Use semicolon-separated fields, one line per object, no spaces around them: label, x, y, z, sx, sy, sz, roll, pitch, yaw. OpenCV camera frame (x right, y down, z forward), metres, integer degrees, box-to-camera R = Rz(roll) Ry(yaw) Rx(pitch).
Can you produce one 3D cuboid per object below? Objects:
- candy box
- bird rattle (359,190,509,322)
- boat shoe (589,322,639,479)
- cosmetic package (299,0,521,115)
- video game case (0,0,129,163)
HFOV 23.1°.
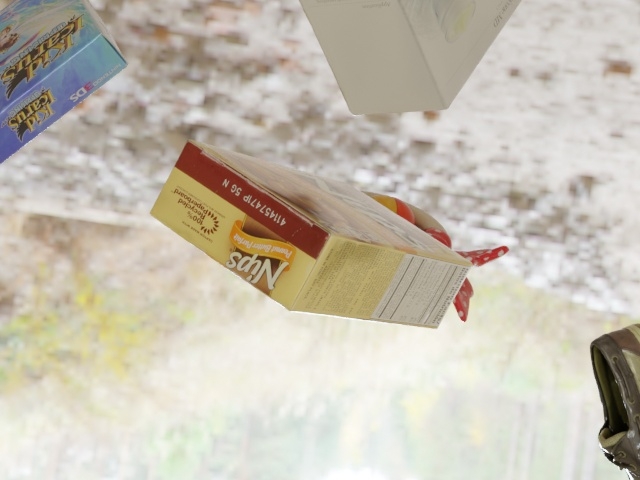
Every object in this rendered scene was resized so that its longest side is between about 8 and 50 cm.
candy box;0.000;0.000;1.527;0.183;0.087;0.316;34;-169;27
bird rattle;0.094;-0.009;1.923;0.253;0.143;0.207;2;-152;-15
boat shoe;0.317;0.199;1.599;0.073;0.223;0.080;-9;-179;-16
cosmetic package;0.094;-0.293;1.726;0.138;0.224;0.225;1;132;36
video game case;-0.386;-0.203;1.940;0.061;0.269;0.244;51;-178;-37
